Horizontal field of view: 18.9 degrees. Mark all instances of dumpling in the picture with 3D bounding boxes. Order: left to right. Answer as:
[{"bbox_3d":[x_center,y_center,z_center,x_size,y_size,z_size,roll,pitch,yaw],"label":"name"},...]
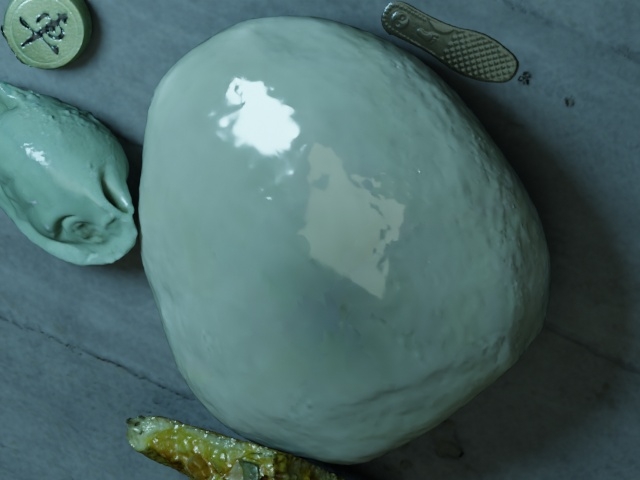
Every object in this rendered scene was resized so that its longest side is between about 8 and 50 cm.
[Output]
[{"bbox_3d":[-0.246,-0.067,1.835,0.108,0.152,0.219,-36,76,-20],"label":"dumpling"}]

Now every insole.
[{"bbox_3d":[0.119,-0.183,1.785,0.135,0.002,0.045,27,110,-1],"label":"insole"}]

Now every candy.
[{"bbox_3d":[0.000,0.000,1.776,0.386,0.186,0.427,-22,100,19],"label":"candy"}]

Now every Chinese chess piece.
[{"bbox_3d":[-0.257,-0.202,1.817,0.084,0.034,0.084,2,108,7],"label":"Chinese chess piece"}]

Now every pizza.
[{"bbox_3d":[-0.053,0.233,1.856,0.292,0.197,0.058,21,79,-6],"label":"pizza"}]
